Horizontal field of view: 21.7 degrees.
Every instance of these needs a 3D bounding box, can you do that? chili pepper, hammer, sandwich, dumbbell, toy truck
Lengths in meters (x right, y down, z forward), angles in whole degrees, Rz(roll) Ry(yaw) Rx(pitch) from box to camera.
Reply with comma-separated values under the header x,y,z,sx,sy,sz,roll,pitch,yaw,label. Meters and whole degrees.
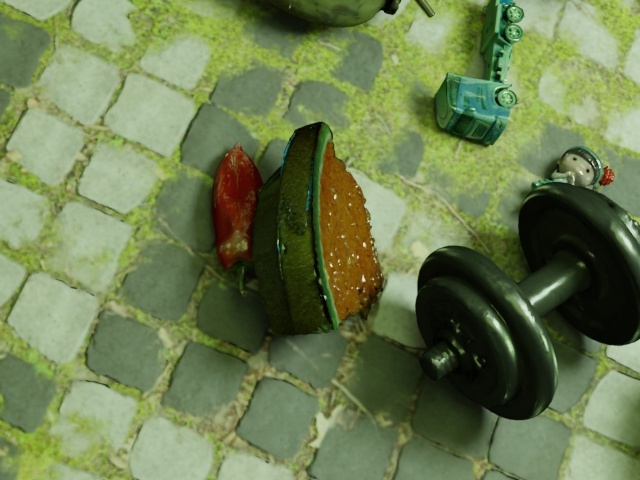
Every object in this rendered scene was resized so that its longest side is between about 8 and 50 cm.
x,y,z,sx,sy,sz,roll,pitch,yaw,label
-0.084,-0.020,1.710,0.059,0.050,0.191,-16,55,20,chili pepper
0.095,-0.298,1.891,0.035,0.019,0.110,-33,85,-23,hammer
-0.009,-0.007,1.689,0.079,0.159,0.235,-17,73,25,sandwich
0.217,0.058,1.680,0.290,0.192,0.192,-31,79,-24,dumbbell
0.176,-0.197,1.841,0.081,0.067,0.175,12,66,-8,toy truck

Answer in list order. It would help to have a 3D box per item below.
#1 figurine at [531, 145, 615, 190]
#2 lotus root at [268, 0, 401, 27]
x,y,z,sx,sy,sz,roll,pitch,yaw,label
0.269,-0.058,1.819,0.060,0.047,0.106,43,67,15,figurine
-0.041,-0.345,1.802,0.309,0.173,0.173,28,64,0,lotus root
